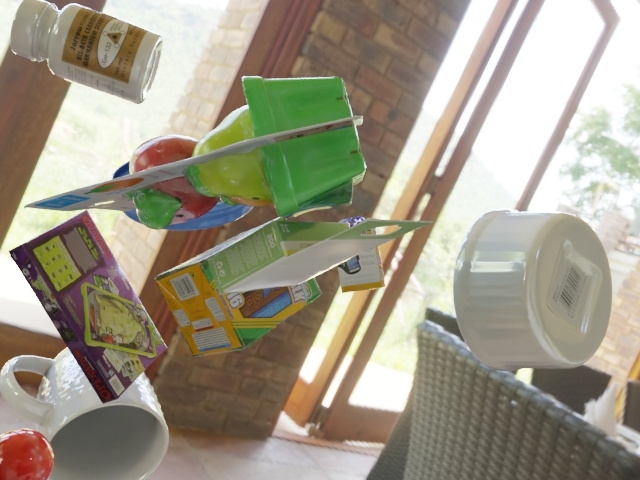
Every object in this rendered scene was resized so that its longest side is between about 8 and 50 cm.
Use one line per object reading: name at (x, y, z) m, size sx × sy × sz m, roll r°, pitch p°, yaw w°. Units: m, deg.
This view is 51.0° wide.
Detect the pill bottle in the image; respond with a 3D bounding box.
pill bottle at (-0.405, -0.336, 1.171) m, size 0.229 × 0.131 × 0.131 m, roll 18°, pitch 4°, yaw -9°

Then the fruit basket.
fruit basket at (-0.118, -0.074, 0.819) m, size 0.327 × 0.353 × 0.165 m, roll -45°, pitch 114°, yaw -88°

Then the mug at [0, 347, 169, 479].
mug at (-0.571, 0.378, 1.582) m, size 0.374 × 0.276 × 0.328 m, roll 30°, pitch 9°, yaw -36°

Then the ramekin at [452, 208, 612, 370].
ramekin at (0.357, 0.081, 1.100) m, size 0.277 × 0.277 × 0.135 m, roll 22°, pitch -16°, yaw -36°

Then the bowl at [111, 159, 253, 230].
bowl at (-0.353, -0.141, 1.792) m, size 0.391 × 0.077 × 0.391 m, roll 2°, pitch 29°, yaw -1°

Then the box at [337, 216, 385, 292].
box at (0.070, 0.026, 1.253) m, size 0.081 × 0.136 × 0.028 m, roll -9°, pitch -3°, yaw 22°

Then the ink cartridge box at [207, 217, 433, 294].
ink cartridge box at (0.000, 0.000, 0.845) m, size 0.171 × 0.235 × 0.056 m, roll -1°, pitch 67°, yaw -56°

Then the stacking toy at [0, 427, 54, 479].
stacking toy at (-0.509, 0.318, 0.844) m, size 0.330 × 0.141 × 0.141 m, roll -13°, pitch 26°, yaw -35°

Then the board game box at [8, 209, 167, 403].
board game box at (-0.456, 0.127, 1.354) m, size 0.346 × 0.056 × 0.208 m, roll 63°, pitch 28°, yaw -12°

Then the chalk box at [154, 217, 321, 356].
chalk box at (-0.136, 0.078, 1.322) m, size 0.180 × 0.179 × 0.289 m, roll -18°, pitch 9°, yaw 47°
